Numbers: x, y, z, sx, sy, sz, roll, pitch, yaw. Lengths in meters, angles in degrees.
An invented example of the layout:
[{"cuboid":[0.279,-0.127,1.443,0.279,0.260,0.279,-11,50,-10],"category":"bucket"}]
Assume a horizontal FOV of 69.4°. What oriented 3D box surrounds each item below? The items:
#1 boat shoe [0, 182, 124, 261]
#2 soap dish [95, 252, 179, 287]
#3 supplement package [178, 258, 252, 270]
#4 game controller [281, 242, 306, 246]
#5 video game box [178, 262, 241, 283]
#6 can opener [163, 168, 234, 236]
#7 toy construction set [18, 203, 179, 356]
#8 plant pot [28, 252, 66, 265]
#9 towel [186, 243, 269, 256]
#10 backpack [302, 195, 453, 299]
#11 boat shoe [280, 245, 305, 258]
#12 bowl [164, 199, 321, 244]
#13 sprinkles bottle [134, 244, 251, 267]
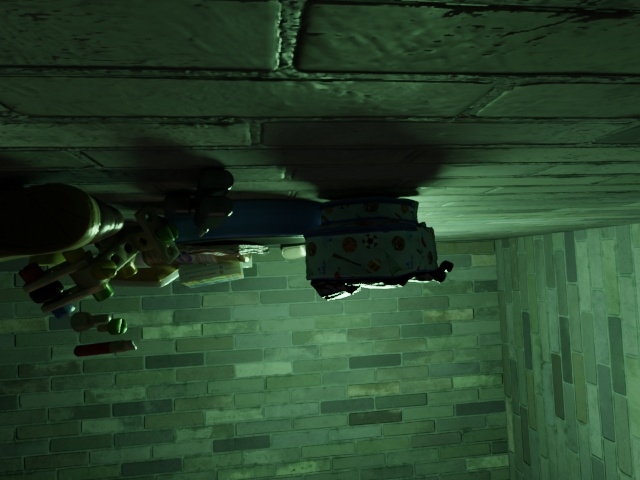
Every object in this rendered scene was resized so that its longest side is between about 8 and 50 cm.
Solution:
[{"cuboid":[-0.461,-0.023,0.685,0.343,0.123,0.123,-6,179,10],"category":"boat shoe"},{"cuboid":[-0.615,0.070,1.619,0.291,0.118,0.229,0,-159,21],"category":"soap dish"},{"cuboid":[-0.370,0.036,1.639,0.139,0.133,0.244,-5,176,27],"category":"supplement package"},{"cuboid":[-0.098,-0.023,1.625,0.167,0.067,0.319,16,167,-31],"category":"game controller"},{"cuboid":[-0.344,0.110,1.488,0.187,0.048,0.205,-12,172,-9],"category":"video game box"},{"cuboid":[-0.193,-0.051,0.731,0.093,0.074,0.280,0,176,-23],"category":"can opener"},{"cuboid":[-0.400,0.065,0.910,0.238,0.308,0.257,-8,-177,17],"category":"toy construction set"},{"cuboid":[-0.954,0.040,1.636,0.135,0.095,0.134,-2,177,0],"category":"plant pot"},{"cuboid":[-0.236,0.029,1.205,0.144,0.029,0.197,-2,177,16],"category":"towel"},{"cuboid":[0.095,0.013,0.937,0.277,0.212,0.263,-11,-179,28],"category":"backpack"},{"cuboid":[0.000,0.000,1.896,0.336,0.095,0.112,-6,141,2],"category":"boat shoe"},{"cuboid":[-0.165,-0.032,1.103,0.392,0.077,0.391,-3,177,0],"category":"bowl"},{"cuboid":[-0.390,0.015,1.387,0.356,0.121,0.121,-3,177,7],"category":"sprinkles bottle"}]
